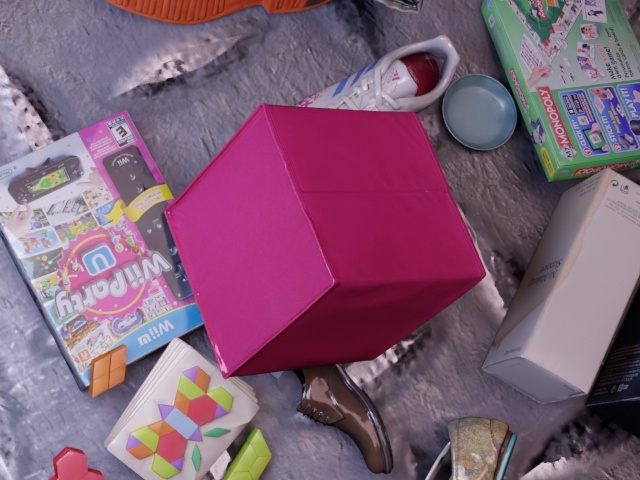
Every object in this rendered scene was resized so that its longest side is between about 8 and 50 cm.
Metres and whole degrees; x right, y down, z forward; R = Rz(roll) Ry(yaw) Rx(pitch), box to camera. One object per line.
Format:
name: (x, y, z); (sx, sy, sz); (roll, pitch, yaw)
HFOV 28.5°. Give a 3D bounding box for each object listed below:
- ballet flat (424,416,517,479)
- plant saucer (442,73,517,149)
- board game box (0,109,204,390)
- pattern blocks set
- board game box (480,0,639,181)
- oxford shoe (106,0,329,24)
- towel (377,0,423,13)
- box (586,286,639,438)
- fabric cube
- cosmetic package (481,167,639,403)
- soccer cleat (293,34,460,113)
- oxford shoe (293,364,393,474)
ballet flat: (0.174, 0.405, 1.711); (0.123, 0.123, 0.349); (19, 75, -11)
plant saucer: (0.235, -0.190, 1.890); (0.119, 0.021, 0.119); (3, 77, -15)
board game box: (-0.286, 0.013, 1.668); (0.224, 0.097, 0.303); (-28, 88, -19)
pattern blocks set: (-0.182, 0.235, 1.631); (0.285, 0.026, 0.325); (28, 87, -27)
board game box: (0.389, -0.245, 1.885); (0.213, 0.046, 0.317); (-8, 64, -16)
oxford shoe: (-0.152, -0.397, 1.792); (0.363, 0.130, 0.133); (-5, 62, -23)
towel: (0.015, -0.468, 1.810); (0.312, 0.056, 0.324); (23, 42, -11)
box: (0.622, 0.184, 1.834); (0.343, 0.179, 0.312); (32, 73, -7)
fabric cube: (0.000, 0.000, 1.600); (0.258, 0.254, 0.259); (-2, 62, -40)
cosmetic package: (0.363, 0.067, 1.800); (0.113, 0.160, 0.309); (31, 71, -6)
soccer cleat: (0.057, -0.191, 1.778); (0.331, 0.143, 0.116); (-36, 90, -19)
oxford shoe: (0.019, 0.229, 1.717); (0.096, 0.083, 0.227); (-29, 75, -16)
